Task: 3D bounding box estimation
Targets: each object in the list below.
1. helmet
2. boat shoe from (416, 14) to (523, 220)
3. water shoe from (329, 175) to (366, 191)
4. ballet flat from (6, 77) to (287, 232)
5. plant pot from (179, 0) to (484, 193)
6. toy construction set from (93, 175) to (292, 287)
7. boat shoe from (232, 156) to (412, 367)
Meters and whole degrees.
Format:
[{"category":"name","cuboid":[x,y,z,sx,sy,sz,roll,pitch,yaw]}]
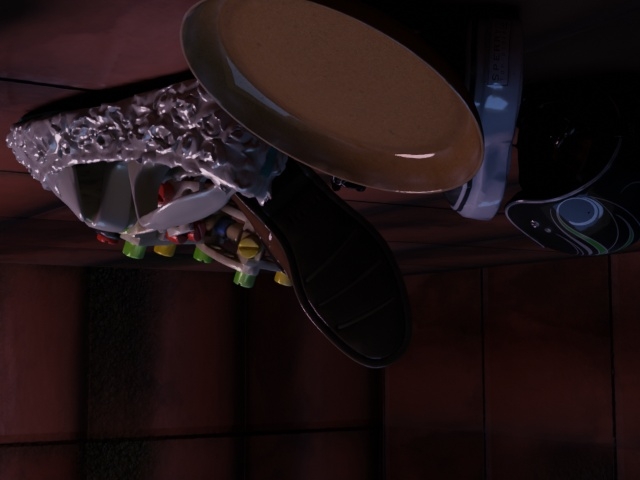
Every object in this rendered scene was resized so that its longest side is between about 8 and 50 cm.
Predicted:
[{"category":"helmet","cuboid":[0.257,-0.063,1.055,0.169,0.169,0.161,-5,156,37]},{"category":"boat shoe","cuboid":[0.108,-0.108,0.945,0.119,0.121,0.335,6,164,8]},{"category":"water shoe","cuboid":[0.043,-0.094,1.122,0.073,0.080,0.203,-1,174,-1]},{"category":"ballet flat","cuboid":[-0.183,-0.075,1.067,0.147,0.147,0.409,5,173,-43]},{"category":"plant pot","cuboid":[0.011,-0.111,0.790,0.236,0.032,0.236,22,159,9]},{"category":"toy construction set","cuboid":[-0.170,-0.022,1.476,0.215,0.151,0.327,24,177,26]},{"category":"boat shoe","cuboid":[0.000,0.000,1.179,0.110,0.307,0.104,-33,171,-1]}]
